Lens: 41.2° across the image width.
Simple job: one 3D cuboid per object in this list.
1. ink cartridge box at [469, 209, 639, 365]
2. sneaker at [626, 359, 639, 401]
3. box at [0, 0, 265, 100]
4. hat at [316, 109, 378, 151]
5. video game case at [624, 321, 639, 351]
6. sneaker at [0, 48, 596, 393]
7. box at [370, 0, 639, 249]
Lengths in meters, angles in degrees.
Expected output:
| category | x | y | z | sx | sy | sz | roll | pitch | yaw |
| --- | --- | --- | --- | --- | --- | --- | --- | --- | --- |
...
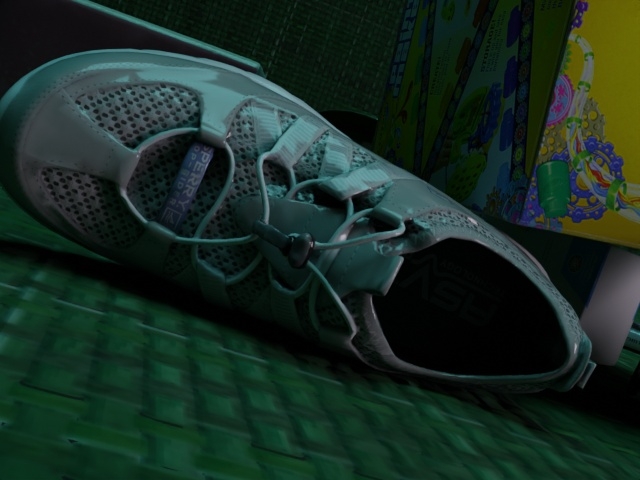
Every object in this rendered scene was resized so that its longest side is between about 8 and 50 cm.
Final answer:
| category | x | y | z | sx | sy | sz | roll | pitch | yaw |
| --- | --- | --- | --- | --- | --- | --- | --- | --- | --- |
| ink cartridge box | 0.176 | 0.030 | 0.696 | 0.090 | 0.092 | 0.143 | 14 | 8 | -46 |
| sneaker | 0.232 | 0.087 | 0.491 | 0.073 | 0.063 | 0.162 | 24 | 6 | 10 |
| box | -0.168 | -0.105 | 0.631 | 0.232 | 0.127 | 0.148 | 19 | 6 | -4 |
| hat | 0.000 | 0.000 | 0.750 | 0.173 | 0.183 | 0.208 | 28 | -34 | 15 |
| video game case | 0.326 | 0.096 | 0.977 | 0.173 | 0.022 | 0.190 | 20 | 4 | 9 |
| sneaker | -0.001 | -0.008 | 0.371 | 0.281 | 0.105 | 0.115 | 19 | 5 | -16 |
| box | 0.217 | -0.086 | 0.554 | 0.290 | 0.177 | 0.279 | 11 | 7 | -13 |
